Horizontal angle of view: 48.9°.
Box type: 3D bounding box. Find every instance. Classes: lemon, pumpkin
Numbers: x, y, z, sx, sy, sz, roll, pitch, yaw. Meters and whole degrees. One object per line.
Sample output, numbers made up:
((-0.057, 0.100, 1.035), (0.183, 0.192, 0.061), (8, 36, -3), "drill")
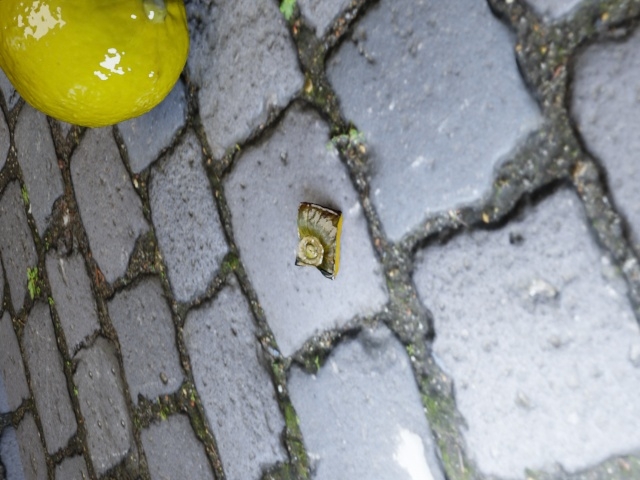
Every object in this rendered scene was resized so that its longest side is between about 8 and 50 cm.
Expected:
((-0.381, -0.344, 1.163), (0.336, 0.336, 0.336), (8, 101, 47), "lemon")
((0.001, -0.001, 0.992), (0.073, 0.035, 0.101), (15, 103, 34), "pumpkin")
